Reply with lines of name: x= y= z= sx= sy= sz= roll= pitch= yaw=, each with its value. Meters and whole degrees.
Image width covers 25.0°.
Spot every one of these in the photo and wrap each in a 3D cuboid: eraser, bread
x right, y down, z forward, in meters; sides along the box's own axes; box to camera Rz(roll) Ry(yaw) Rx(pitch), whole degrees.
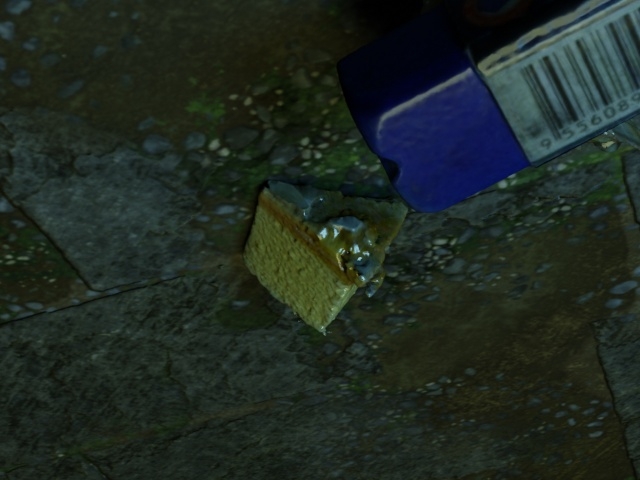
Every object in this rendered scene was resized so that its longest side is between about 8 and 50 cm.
eraser: x=0.191 y=-0.152 z=1.162 sx=0.332 sy=0.101 sz=0.155 roll=-27 pitch=132 yaw=11
bread: x=0.000 y=0.000 z=1.474 sx=0.152 sy=0.127 sz=0.147 roll=31 pitch=143 yaw=2

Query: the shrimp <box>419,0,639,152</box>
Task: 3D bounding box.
shrimp: x=0.218 y=-0.165 z=1.267 sx=0.168 sy=0.077 sz=0.317 roll=-35 pitch=135 yaw=30
